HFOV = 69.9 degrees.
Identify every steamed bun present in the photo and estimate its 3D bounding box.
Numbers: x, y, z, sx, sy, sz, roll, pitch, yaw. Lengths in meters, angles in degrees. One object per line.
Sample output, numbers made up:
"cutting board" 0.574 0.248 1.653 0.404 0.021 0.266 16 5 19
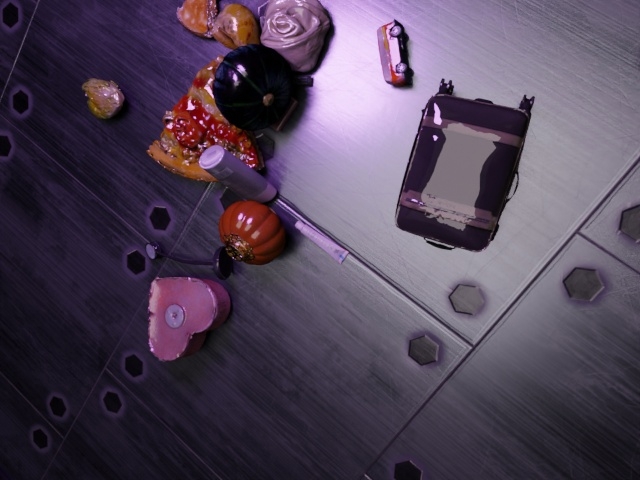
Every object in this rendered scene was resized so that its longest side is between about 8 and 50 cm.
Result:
"steamed bun" -0.092 -0.630 1.349 0.211 0.144 0.217 32 105 14

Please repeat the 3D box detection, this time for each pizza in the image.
"pizza" -0.384 -0.398 1.493 0.441 0.130 0.405 10 102 18
"pizza" -0.379 -0.766 1.486 0.185 0.052 0.195 38 112 19
"pizza" -0.246 -0.645 1.380 0.081 0.204 0.188 -19 84 31

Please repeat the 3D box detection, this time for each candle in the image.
"candle" -0.485 0.248 1.610 0.287 0.131 0.317 42 98 17

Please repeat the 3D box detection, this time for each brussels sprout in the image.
"brussels sprout" -0.767 -0.505 1.635 0.181 0.100 0.138 8 109 17

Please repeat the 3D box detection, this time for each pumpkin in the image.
"pumpkin" -0.213 -0.463 1.355 0.248 0.248 0.247 2 97 20

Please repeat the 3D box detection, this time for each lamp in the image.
"lamp" -0.458 0.061 1.620 0.372 0.109 0.130 3 110 34
"lamp" -0.215 -0.022 1.438 0.223 0.196 0.223 21 140 19

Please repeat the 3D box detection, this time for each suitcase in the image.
"suitcase" 0.377 -0.184 1.211 0.283 0.194 0.433 18 104 17

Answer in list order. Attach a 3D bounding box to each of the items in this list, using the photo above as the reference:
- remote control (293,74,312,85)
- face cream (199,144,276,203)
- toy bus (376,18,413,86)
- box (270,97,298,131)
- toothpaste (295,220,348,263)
"remote control" -0.069 -0.497 1.425 0.091 0.016 0.034 6 114 19
"face cream" -0.248 -0.190 1.397 0.108 0.269 0.073 -14 64 24
"toy bus" 0.209 -0.522 1.293 0.077 0.079 0.174 -7 95 29
"box" -0.119 -0.404 1.450 0.048 0.025 0.115 40 107 10
"toothpaste" 0.000 0.000 1.454 0.190 0.031 0.048 36 104 9
